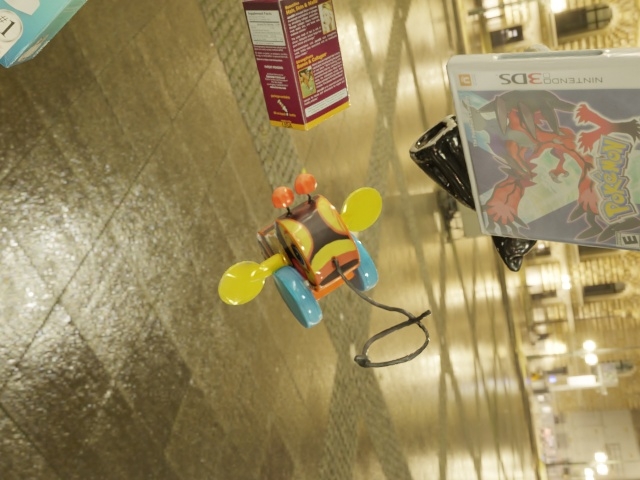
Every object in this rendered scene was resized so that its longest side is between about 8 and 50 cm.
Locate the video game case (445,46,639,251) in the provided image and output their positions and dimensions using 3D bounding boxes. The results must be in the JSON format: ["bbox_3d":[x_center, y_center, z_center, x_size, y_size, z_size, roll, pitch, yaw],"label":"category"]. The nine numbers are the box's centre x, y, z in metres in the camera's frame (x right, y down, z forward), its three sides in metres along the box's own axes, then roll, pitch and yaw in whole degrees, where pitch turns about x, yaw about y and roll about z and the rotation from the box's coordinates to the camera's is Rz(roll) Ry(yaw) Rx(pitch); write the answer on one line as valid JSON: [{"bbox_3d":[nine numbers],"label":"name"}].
[{"bbox_3d":[0.219,-0.078,0.637,0.023,0.183,0.201,-52,135,-36],"label":"video game case"}]

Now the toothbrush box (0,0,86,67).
[{"bbox_3d":[-0.310,-0.369,0.740,0.216,0.295,0.126,43,9,-20],"label":"toothbrush box"}]

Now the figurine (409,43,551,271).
[{"bbox_3d":[0.255,-0.099,0.859,0.209,0.215,0.092,49,4,-12],"label":"figurine"}]

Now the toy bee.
[{"bbox_3d":[0.000,0.000,0.723,0.195,0.298,0.162,-39,113,-34],"label":"toy bee"}]

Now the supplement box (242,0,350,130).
[{"bbox_3d":[-0.032,-0.268,1.008,0.104,0.081,0.188,-36,126,-36],"label":"supplement box"}]
